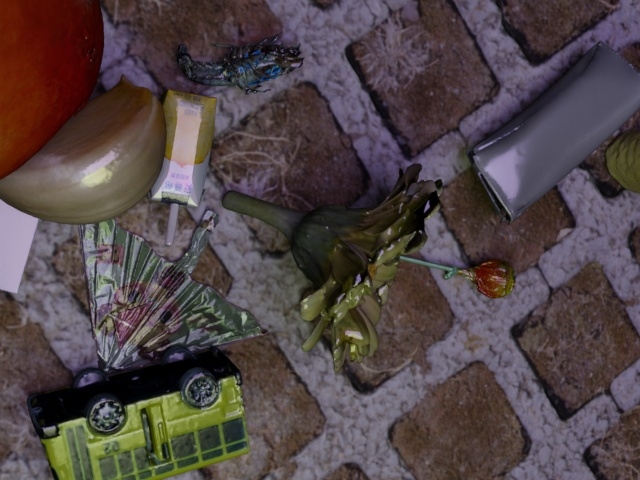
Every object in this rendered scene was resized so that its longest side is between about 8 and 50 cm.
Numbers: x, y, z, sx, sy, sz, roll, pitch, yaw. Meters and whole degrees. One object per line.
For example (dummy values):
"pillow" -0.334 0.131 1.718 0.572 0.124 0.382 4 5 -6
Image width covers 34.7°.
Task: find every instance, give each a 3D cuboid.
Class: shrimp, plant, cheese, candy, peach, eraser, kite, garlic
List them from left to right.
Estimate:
"peach" -0.410 -0.217 1.109 0.370 0.370 0.370 -2 96 -19
"eraser" -0.412 -0.016 1.297 0.103 0.023 0.150 17 90 -20
"garlic" -0.301 -0.099 1.254 0.244 0.145 0.164 -18 79 -4
"kite" -0.218 0.072 1.381 0.323 0.013 0.268 39 83 -19
"shrimp" -0.107 -0.238 1.372 0.174 0.076 0.082 -5 57 -15
"plant" 0.044 -0.010 1.343 0.261 0.306 0.297 -37 78 16
"candy" 0.195 0.041 1.510 0.201 0.060 0.061 12 91 -11
"cheese" 0.520 -0.115 1.539 0.123 0.167 0.094 25 89 -17

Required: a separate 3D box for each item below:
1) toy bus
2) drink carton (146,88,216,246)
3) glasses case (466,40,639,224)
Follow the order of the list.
"toy bus" -0.233 0.239 1.329 0.262 0.128 0.150 -13 106 -19
"drink carton" -0.186 -0.093 1.342 0.084 0.074 0.200 10 93 -18
"glasses case" 0.344 -0.162 1.519 0.308 0.083 0.128 -39 101 -12
